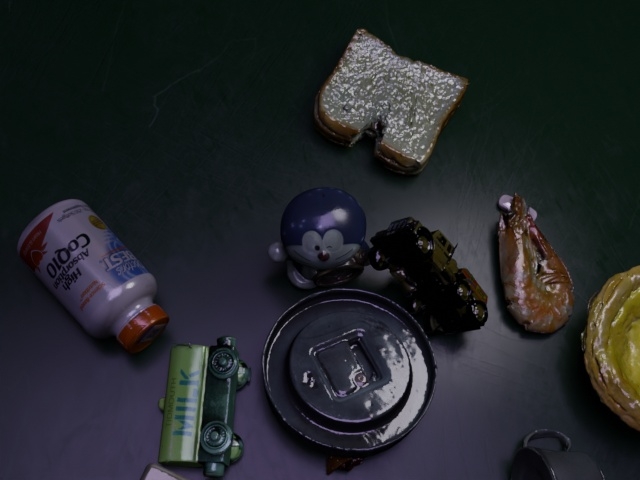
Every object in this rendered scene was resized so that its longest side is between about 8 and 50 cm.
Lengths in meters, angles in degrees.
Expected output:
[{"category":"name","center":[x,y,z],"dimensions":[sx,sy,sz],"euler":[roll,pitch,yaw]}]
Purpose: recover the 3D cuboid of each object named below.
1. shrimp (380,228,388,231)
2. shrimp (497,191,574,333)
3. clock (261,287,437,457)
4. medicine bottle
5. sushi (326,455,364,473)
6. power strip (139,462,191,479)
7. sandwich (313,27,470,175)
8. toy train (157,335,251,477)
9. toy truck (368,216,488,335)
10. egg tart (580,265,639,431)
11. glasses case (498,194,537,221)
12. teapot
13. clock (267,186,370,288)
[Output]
[{"category":"shrimp","center":[0.164,-0.007,1.788],"dimensions":[0.092,0.029,0.038],"euler":[24,59,-1]},{"category":"shrimp","center":[0.422,0.041,1.775],"dimensions":[0.154,0.062,0.294],"euler":[-4,76,-17]},{"category":"clock","center":[0.049,0.238,1.626],"dimensions":[0.318,0.066,0.319],"euler":[3,57,-5]},{"category":"medicine bottle","center":[-0.405,0.072,1.627],"dimensions":[0.157,0.157,0.288],"euler":[-41,77,-19]},{"category":"sushi","center":[0.054,0.388,1.602],"dimensions":[0.099,0.050,0.047],"euler":[-20,76,0]},{"category":"power strip","center":[-0.211,0.477,1.527],"dimensions":[0.256,0.070,0.105],"euler":[23,67,5]},{"category":"sandwich","center":[0.137,-0.282,1.862],"dimensions":[0.273,0.095,0.249],"euler":[27,71,5]},{"category":"toy train","center":[-0.215,0.292,1.594],"dimensions":[0.157,0.105,0.253],"euler":[0,67,9]},{"category":"toy truck","center":[0.210,0.058,1.661],"dimensions":[0.257,0.127,0.127],"euler":[46,50,-26]},{"category":"egg tart","center":[0.643,0.216,1.685],"dimensions":[0.345,0.132,0.345],"euler":[2,67,-5]},{"category":"glasses case","center":[0.405,-0.064,1.836],"dimensions":[0.083,0.021,0.032],"euler":[29,68,6]},{"category":"teapot","center":[0.436,0.431,1.577],"dimensions":[0.149,0.162,0.239],"euler":[-3,38,-16]},{"category":"clock","center":[0.000,0.000,1.652],"dimensions":[0.199,0.243,0.147],"euler":[-8,66,-7]}]
